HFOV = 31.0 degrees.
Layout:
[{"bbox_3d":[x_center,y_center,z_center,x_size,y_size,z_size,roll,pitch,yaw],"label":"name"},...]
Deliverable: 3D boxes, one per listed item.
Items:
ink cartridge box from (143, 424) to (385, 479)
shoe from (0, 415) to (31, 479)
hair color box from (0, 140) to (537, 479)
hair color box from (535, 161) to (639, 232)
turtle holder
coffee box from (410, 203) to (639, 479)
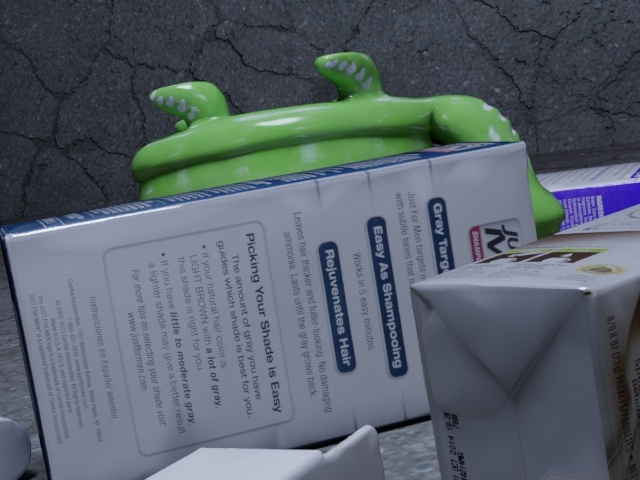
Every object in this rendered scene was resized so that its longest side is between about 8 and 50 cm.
[{"bbox_3d":[-0.041,0.136,0.384,0.060,0.104,0.180,-6,8,33],"label":"ink cartridge box"},{"bbox_3d":[-0.286,0.150,0.753,0.178,0.063,0.081,-8,4,-38],"label":"shoe"},{"bbox_3d":[-0.025,0.044,0.780,0.347,0.173,0.105,-11,7,-16],"label":"hair color box"},{"bbox_3d":[0.303,-0.018,1.105,0.339,0.110,0.185,-8,6,25],"label":"hair color box"},{"bbox_3d":[0.010,-0.019,0.966,0.320,0.227,0.243,-7,-4,-20],"label":"turtle holder"},{"bbox_3d":[0.167,0.060,0.560,0.098,0.141,0.246,-2,11,46],"label":"coffee box"}]
